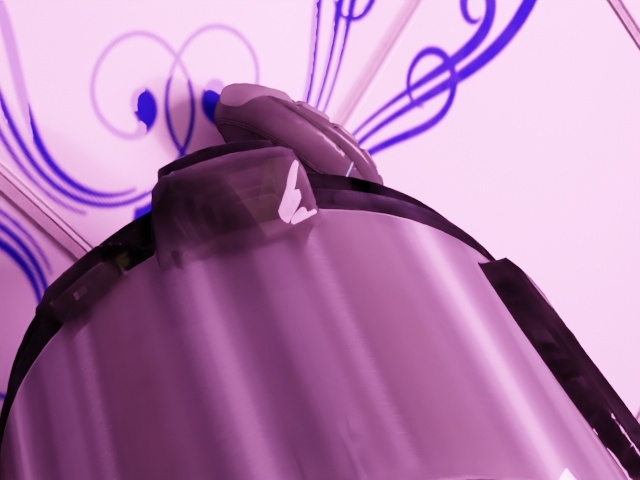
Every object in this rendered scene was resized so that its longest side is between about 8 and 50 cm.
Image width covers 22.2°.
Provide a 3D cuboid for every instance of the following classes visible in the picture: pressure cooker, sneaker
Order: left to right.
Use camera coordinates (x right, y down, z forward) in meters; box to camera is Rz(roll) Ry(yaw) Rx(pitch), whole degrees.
[{"bbox_3d":[-0.008,0.163,0.974,0.375,0.420,0.370,24,113,-30],"label":"pressure cooker"},{"bbox_3d":[0.000,0.000,1.162,0.106,0.101,0.267,-53,128,-21],"label":"sneaker"}]
